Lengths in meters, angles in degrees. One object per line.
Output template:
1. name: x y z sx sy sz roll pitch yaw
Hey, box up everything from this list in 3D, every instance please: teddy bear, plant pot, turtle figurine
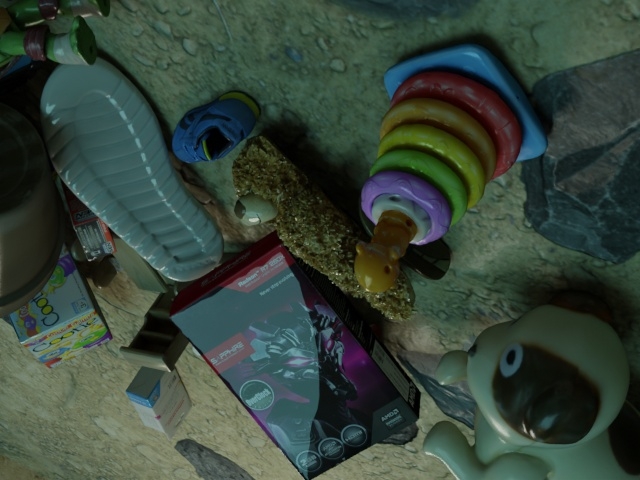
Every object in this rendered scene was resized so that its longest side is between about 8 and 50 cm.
1. teddy bear: 0.000 0.000 1.480 0.338 0.113 0.245 42 -176 -27
2. plant pot: -0.526 -0.067 1.562 0.323 0.323 0.280 35 149 -6
3. turtle figurine: -0.426 -0.311 1.353 0.266 0.198 0.275 0 113 9

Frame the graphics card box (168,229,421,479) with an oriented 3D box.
1. graphics card box: -0.036 0.183 1.672 0.232 0.094 0.371 -32 106 18

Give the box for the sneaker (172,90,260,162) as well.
1. sneaker: -0.167 -0.144 1.497 0.069 0.082 0.209 42 148 -19

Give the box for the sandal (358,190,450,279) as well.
1. sandal: 0.111 -0.010 1.473 0.180 0.072 0.049 43 168 -25

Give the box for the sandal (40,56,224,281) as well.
1. sandal: -0.298 -0.104 1.630 0.416 0.169 0.102 62 178 -31

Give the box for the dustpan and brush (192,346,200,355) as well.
1. dustpan and brush: -0.196 0.183 1.972 0.147 0.060 0.211 50 140 -6

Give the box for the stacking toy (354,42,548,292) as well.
1. stacking toy: 0.111 -0.058 1.172 0.165 0.302 0.175 -10 131 46

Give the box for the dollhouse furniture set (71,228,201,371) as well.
1. dollhouse furniture set: -0.315 0.091 1.864 0.212 0.161 0.242 6 140 35

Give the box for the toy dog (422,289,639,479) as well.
1. toy dog: 0.330 0.266 1.461 0.395 0.285 0.408 8 140 31

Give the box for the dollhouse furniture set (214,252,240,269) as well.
1. dollhouse furniture set: -0.127 0.117 1.779 0.144 0.123 0.151 -2 135 41

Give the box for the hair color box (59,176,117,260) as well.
1. hair color box: -0.386 -0.060 1.729 0.093 0.053 0.167 82 167 -51

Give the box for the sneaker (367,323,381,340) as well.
1. sneaker: 0.037 0.198 1.813 0.128 0.087 0.221 27 137 23

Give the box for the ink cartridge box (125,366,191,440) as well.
1. ink cartridge box: -0.349 0.344 2.293 0.061 0.104 0.181 16 145 24

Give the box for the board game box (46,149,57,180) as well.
1. board game box: -0.726 -0.045 1.836 0.356 0.357 0.356 36 148 -8

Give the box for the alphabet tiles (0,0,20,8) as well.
1. alphabet tiles: -0.575 -0.403 1.549 0.285 0.011 0.342 39 147 -13

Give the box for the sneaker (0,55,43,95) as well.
1. sneaker: -0.559 -0.266 1.591 0.340 0.125 0.140 -16 95 32

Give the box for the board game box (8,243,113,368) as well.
1. board game box: -0.495 0.126 1.973 0.144 0.142 0.275 62 170 13
